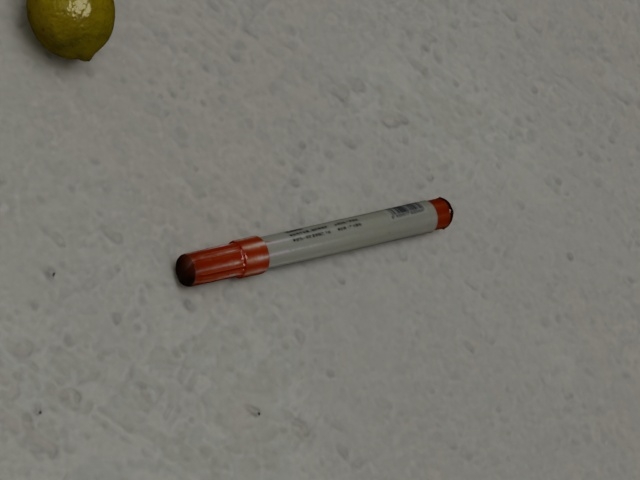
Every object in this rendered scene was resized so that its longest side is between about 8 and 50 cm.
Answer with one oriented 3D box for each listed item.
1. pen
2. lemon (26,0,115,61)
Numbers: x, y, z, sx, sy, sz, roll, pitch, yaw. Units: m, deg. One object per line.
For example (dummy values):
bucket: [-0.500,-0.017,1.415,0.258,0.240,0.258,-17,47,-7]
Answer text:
pen: [0.000,0.000,1.383,0.239,0.028,0.028,-13,79,-35]
lemon: [-0.174,-0.163,1.315,0.062,0.062,0.083,-16,81,-35]
